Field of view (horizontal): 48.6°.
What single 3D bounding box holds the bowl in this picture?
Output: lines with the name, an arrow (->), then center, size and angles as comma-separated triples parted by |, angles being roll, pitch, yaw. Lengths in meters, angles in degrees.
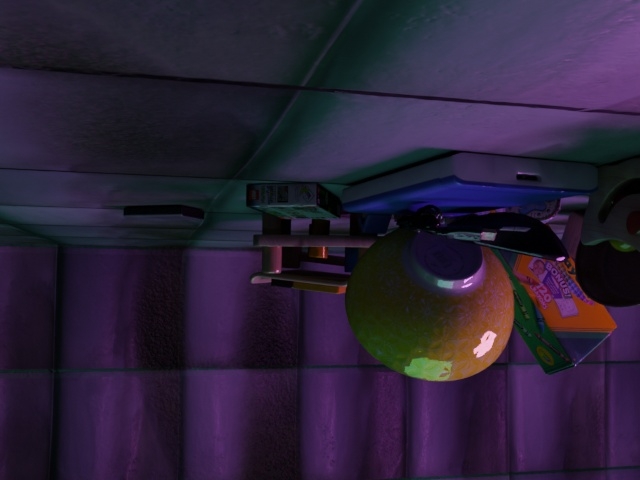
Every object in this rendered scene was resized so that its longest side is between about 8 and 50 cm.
bowl -> 0.191, 0.065, 1.158 | 0.289, 0.290, 0.156 | 1, 139, -5

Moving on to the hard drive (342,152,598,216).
hard drive -> 0.189, -0.070, 0.988 | 0.210, 0.040, 0.318 | 2, 176, -22

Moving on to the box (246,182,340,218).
box -> -0.039, -0.062, 1.177 | 0.114, 0.036, 0.207 | 0, 176, 11

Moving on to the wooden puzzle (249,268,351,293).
wooden puzzle -> -0.002, 0.088, 1.532 | 0.238, 0.044, 0.221 | 0, 179, 22

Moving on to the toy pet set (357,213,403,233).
toy pet set -> 0.129, -0.044, 1.211 | 0.114, 0.065, 0.122 | 2, 176, -14

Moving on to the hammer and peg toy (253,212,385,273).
hammer and peg toy -> 0.000, 0.000, 1.470 | 0.265, 0.128, 0.361 | 1, 179, -2

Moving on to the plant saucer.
plant saucer -> 0.433, 0.007, 0.945 | 0.036, 0.199, 0.198 | 32, 163, -23

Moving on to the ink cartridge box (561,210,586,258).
ink cartridge box -> 0.596, 0.022, 1.373 | 0.154, 0.093, 0.212 | 3, -160, -23

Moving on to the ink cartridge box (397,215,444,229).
ink cartridge box -> 0.169, 0.025, 1.375 | 0.072, 0.175, 0.127 | 25, 179, 7

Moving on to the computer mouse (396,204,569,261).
computer mouse -> 0.247, -0.019, 1.020 | 0.261, 0.060, 0.184 | 12, -179, 0

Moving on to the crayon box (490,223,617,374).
crayon box -> 0.436, 0.100, 1.390 | 0.165, 0.279, 0.081 | -27, 170, -36

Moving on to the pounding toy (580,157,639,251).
pounding toy -> 0.440, -0.021, 0.813 | 0.154, 0.154, 0.269 | 2, 177, -13

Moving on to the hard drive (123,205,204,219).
hard drive -> -0.319, -0.055, 1.453 | 0.135, 0.022, 0.094 | -1, 176, 19

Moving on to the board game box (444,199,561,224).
board game box -> 0.317, -0.042, 1.250 | 0.194, 0.060, 0.194 | 0, 177, 10
